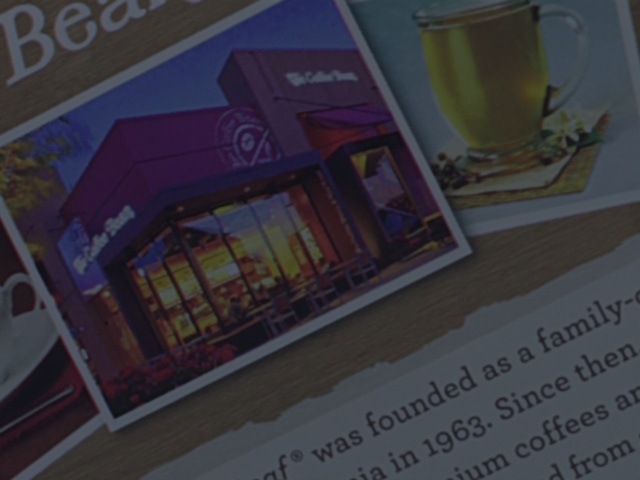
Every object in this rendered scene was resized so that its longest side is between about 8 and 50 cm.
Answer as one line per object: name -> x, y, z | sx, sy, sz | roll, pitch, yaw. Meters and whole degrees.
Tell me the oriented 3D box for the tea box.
tea box -> 0.000, 0.000, 0.603 | 0.220, 0.329, 0.323 | 63, 7, -2
